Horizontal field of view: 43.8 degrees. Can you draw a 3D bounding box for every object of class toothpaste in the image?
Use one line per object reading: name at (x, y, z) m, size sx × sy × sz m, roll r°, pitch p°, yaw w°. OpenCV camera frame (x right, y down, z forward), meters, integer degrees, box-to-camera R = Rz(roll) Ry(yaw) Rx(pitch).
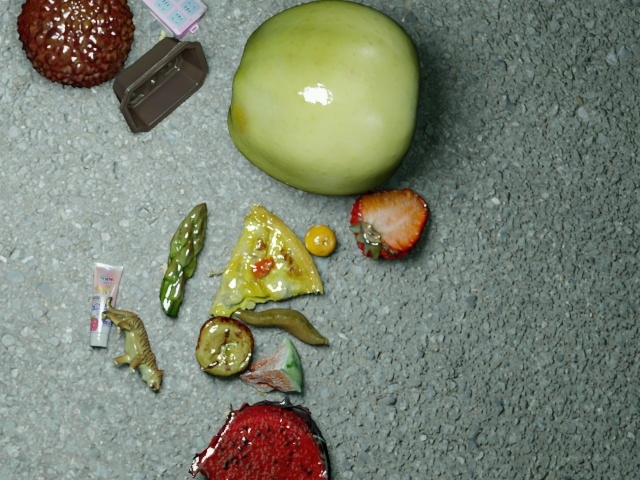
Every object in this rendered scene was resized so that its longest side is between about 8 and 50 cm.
toothpaste at (-0.507, 0.151, 1.860) m, size 0.067 × 0.043 × 0.195 m, roll 8°, pitch 76°, yaw -16°

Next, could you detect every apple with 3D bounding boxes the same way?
apple at (0.015, -0.332, 1.846) m, size 0.473 × 0.473 × 0.474 m, roll 2°, pitch 83°, yaw -13°

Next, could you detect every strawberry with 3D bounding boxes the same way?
strawberry at (0.169, -0.037, 2.020) m, size 0.236 × 0.111 × 0.190 m, roll -30°, pitch 80°, yaw -38°

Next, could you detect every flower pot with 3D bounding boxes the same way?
flower pot at (-0.393, -0.385, 1.900) m, size 0.084 × 0.179 × 0.251 m, roll 40°, pitch 74°, yaw 19°

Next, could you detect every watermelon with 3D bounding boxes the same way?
watermelon at (-0.107, 0.325, 1.902) m, size 0.158 × 0.121 × 0.098 m, roll -30°, pitch 112°, yaw -11°

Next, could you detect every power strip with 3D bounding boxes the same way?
power strip at (-0.408, -0.628, 1.978) m, size 0.279 × 0.037 × 0.109 m, roll 45°, pitch 76°, yaw -5°

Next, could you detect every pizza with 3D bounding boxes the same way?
pizza at (-0.150, 0.092, 1.933) m, size 0.280 × 0.075 × 0.288 m, roll 44°, pitch 75°, yaw -4°

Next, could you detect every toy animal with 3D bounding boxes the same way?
toy animal at (-0.438, 0.241, 1.845) m, size 0.099 × 0.056 × 0.241 m, roll -8°, pitch 75°, yaw -59°

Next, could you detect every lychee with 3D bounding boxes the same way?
lychee at (-0.560, -0.478, 1.822) m, size 0.264 × 0.300 × 0.264 m, roll 25°, pitch 35°, yaw -19°

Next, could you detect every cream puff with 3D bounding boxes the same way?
cream puff at (-0.231, 0.251, 1.889) m, size 0.149 × 0.084 × 0.149 m, roll 0°, pitch 90°, yaw -12°

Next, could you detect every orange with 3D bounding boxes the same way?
orange at (0.000, 0.000, 1.983) m, size 0.083 × 0.070 × 0.083 m, roll 1°, pitch 87°, yaw -16°

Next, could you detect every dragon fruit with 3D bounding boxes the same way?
dragon fruit at (-0.107, 0.519, 1.878) m, size 0.343 × 0.100 × 0.282 m, roll 40°, pitch 74°, yaw -9°

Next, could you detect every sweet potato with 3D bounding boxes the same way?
sweet potato at (-0.094, 0.194, 1.933) m, size 0.249 × 0.059 × 0.069 m, roll 21°, pitch 75°, yaw -20°

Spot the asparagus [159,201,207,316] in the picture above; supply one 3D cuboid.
asparagus at (-0.329, 0.039, 1.899) m, size 0.080 × 0.080 × 0.287 m, roll 21°, pitch 82°, yaw -10°
